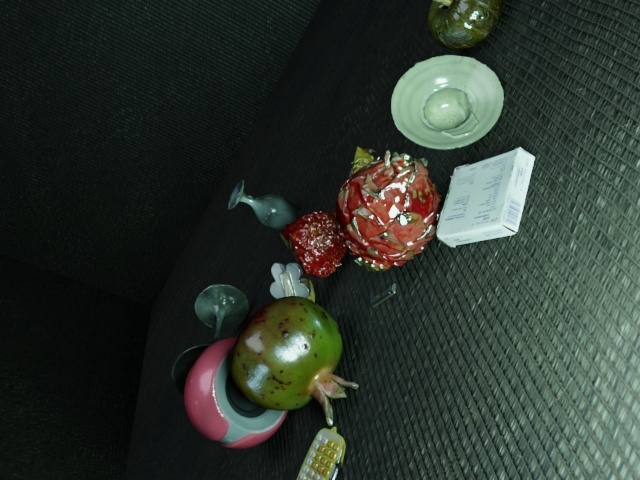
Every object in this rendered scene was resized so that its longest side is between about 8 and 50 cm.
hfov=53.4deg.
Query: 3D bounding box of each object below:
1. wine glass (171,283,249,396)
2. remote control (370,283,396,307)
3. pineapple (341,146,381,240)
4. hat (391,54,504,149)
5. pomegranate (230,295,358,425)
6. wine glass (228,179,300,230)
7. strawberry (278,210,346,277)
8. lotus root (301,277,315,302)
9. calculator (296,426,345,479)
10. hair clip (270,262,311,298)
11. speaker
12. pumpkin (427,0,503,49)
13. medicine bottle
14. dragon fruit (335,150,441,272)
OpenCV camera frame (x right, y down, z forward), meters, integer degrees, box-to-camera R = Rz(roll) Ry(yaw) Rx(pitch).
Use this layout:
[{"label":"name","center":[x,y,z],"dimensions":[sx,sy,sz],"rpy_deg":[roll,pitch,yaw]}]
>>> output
[{"label":"wine glass","center":[-0.356,0.341,2.188],"dimensions":[0.267,0.267,0.406],"rpy_deg":[-57,19,22]},{"label":"remote control","center":[0.149,0.131,1.517],"dimensions":[0.091,0.016,0.034],"rpy_deg":[-42,27,46]},{"label":"pineapple","center":[0.158,-0.112,1.667],"dimensions":[0.164,0.140,0.249],"rpy_deg":[-1,79,23]},{"label":"hat","center":[0.292,-0.297,1.471],"dimensions":[0.110,0.252,0.251],"rpy_deg":[56,-131,-65]},{"label":"pomegranate","center":[-0.049,0.292,1.571],"dimensions":[0.291,0.324,0.290],"rpy_deg":[22,-90,-79]},{"label":"wine glass","center":[-0.204,-0.121,2.303],"dimensions":[0.126,0.241,0.126],"rpy_deg":[-48,28,36]},{"label":"strawberry","center":[0.000,0.000,1.813],"dimensions":[0.202,0.184,0.186],"rpy_deg":[-34,32,11]},{"label":"lotus root","center":[-0.075,0.191,1.887],"dimensions":[0.159,0.095,0.135],"rpy_deg":[-68,24,12]},{"label":"calculator","center":[-0.005,0.538,1.441],"dimensions":[0.157,0.033,0.236],"rpy_deg":[-7,59,67]},{"label":"hair clip","center":[-0.080,0.185,1.788],"dimensions":[0.146,0.075,0.256],"rpy_deg":[-15,81,43]},{"label":"speaker","center":[-0.229,0.407,1.717],"dimensions":[0.294,0.294,0.294],"rpy_deg":[-50,27,36]},{"label":"pumpkin","center":[0.351,-0.588,1.592],"dimensions":[0.219,0.162,0.218],"rpy_deg":[-50,29,43]},{"label":"medicine bottle","center":[0.324,-0.084,1.275],"dimensions":[0.201,0.052,0.171],"rpy_deg":[-16,53,62]},{"label":"dragon fruit","center":[0.158,-0.068,1.428],"dimensions":[0.244,0.245,0.298],"rpy_deg":[-89,22,-44]}]
